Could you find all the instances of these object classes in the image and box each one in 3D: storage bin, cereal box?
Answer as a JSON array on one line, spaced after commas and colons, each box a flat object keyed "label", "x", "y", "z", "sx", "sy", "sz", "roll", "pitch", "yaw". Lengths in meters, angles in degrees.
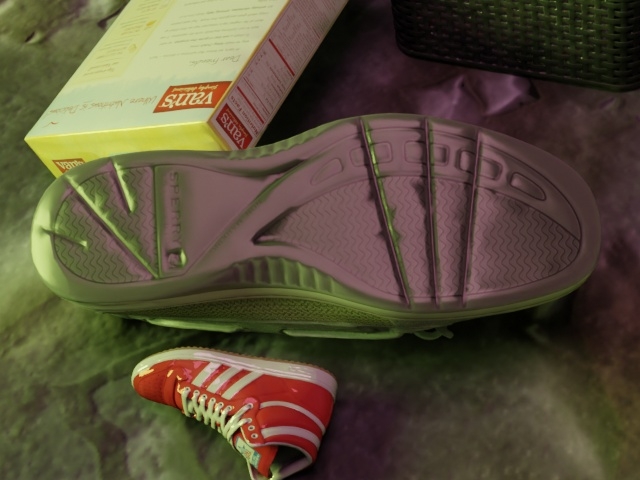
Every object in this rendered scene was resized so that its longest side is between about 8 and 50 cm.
[{"label": "storage bin", "x": 0.144, "y": -0.182, "z": 1.014, "sx": 0.180, "sy": 0.084, "sz": 0.122, "roll": 13, "pitch": 54, "yaw": 19}, {"label": "cereal box", "x": -0.070, "y": -0.140, "z": 1.005, "sx": 0.173, "sy": 0.047, "sz": 0.240, "roll": 0, "pitch": 48, "yaw": 41}]

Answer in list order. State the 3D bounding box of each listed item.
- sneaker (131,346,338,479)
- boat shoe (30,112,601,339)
[{"label": "sneaker", "x": -0.053, "y": 0.099, "z": 0.845, "sx": 0.118, "sy": 0.042, "sz": 0.067, "roll": 3, "pitch": 48, "yaw": 10}, {"label": "boat shoe", "x": -0.001, "y": 0.003, "z": 0.878, "sx": 0.320, "sy": 0.103, "sz": 0.118, "roll": -5, "pitch": 72, "yaw": 7}]
